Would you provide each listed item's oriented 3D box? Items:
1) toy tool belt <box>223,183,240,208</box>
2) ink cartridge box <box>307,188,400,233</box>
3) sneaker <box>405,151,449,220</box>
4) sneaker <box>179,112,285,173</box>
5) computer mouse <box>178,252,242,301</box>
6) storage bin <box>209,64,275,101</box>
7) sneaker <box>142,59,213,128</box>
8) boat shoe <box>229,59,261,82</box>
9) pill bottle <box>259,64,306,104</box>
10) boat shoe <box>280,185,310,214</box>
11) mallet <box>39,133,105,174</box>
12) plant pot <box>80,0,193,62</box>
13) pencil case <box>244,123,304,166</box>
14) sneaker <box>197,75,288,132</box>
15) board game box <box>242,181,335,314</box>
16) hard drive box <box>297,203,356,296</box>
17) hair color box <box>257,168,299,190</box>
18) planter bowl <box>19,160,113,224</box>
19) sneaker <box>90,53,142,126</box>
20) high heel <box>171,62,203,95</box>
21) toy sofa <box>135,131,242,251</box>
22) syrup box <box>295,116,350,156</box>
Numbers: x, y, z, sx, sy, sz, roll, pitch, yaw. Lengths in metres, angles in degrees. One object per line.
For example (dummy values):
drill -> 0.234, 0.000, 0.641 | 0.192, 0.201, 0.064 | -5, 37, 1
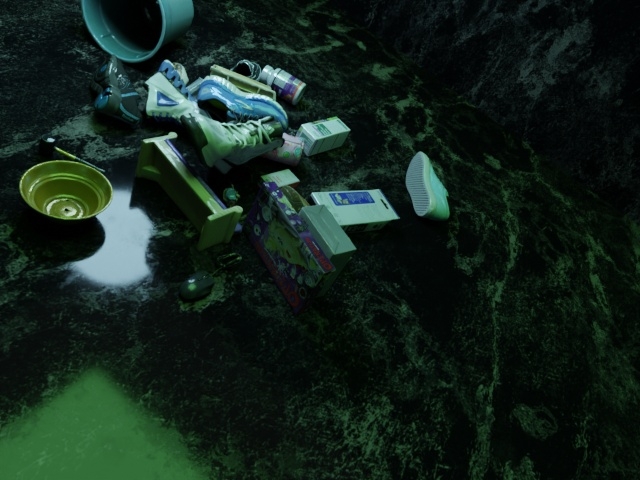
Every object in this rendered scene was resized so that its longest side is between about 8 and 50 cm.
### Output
toy tool belt -> -0.289, -0.140, 1.585 | 0.052, 0.051, 0.083 | 3, 49, -29
ink cartridge box -> 0.125, -0.109, 1.801 | 0.333, 0.065, 0.165 | -7, 54, -34
sneaker -> 0.469, -0.223, 2.090 | 0.150, 0.135, 0.365 | 20, 50, -25
sneaker -> -0.254, -0.338, 1.489 | 0.447, 0.258, 0.169 | -55, 120, -88
computer mouse -> -0.301, 0.092, 1.358 | 0.071, 0.041, 0.242 | 37, 40, 8
storage bin -> -0.305, -0.566, 1.867 | 0.261, 0.123, 0.262 | 17, 17, -16
sneaker -> -0.513, -0.449, 1.706 | 0.182, 0.127, 0.315 | -38, 101, -9
boat shoe -> -0.329, -0.730, 2.105 | 0.108, 0.102, 0.301 | 31, 41, -1
pill bottle -> -0.171, -0.698, 2.167 | 0.194, 0.108, 0.108 | 31, 41, -1
boat shoe -> -0.074, -0.119, 1.698 | 0.178, 0.064, 0.060 | 47, 9, 12
mallet -> -0.733, -0.238, 1.429 | 0.190, 0.062, 0.039 | 33, 40, -21
plant pot -> -0.689, -0.908, 1.914 | 0.341, 0.341, 0.334 | 29, 33, -3
pencil case -> -0.203, -0.374, 1.815 | 0.284, 0.124, 0.124 | 19, 42, -15
sneaker -> -0.272, -0.435, 1.677 | 0.330, 0.129, 0.147 | 20, 58, -9
board game box -> -0.104, 0.020, 1.423 | 0.056, 0.208, 0.346 | -15, 58, -37
hard drive box -> -0.022, 0.038, 1.436 | 0.089, 0.232, 0.181 | -11, 57, -39
hair color box -> -0.150, -0.208, 1.744 | 0.141, 0.043, 0.072 | -23, 64, -45
planter bowl -> -0.672, -0.107, 1.287 | 0.217, 0.090, 0.217 | 16, 43, -16
sneaker -> -0.704, -0.516, 1.680 | 0.140, 0.125, 0.340 | 31, 29, -45
high heel -> -0.577, -0.583, 1.843 | 0.261, 0.093, 0.186 | 32, 67, 32
toy sofa -> -0.382, -0.157, 1.471 | 0.177, 0.150, 0.362 | -26, 66, -43
syrup box -> 0.007, -0.437, 2.029 | 0.093, 0.096, 0.237 | 47, 42, 16
